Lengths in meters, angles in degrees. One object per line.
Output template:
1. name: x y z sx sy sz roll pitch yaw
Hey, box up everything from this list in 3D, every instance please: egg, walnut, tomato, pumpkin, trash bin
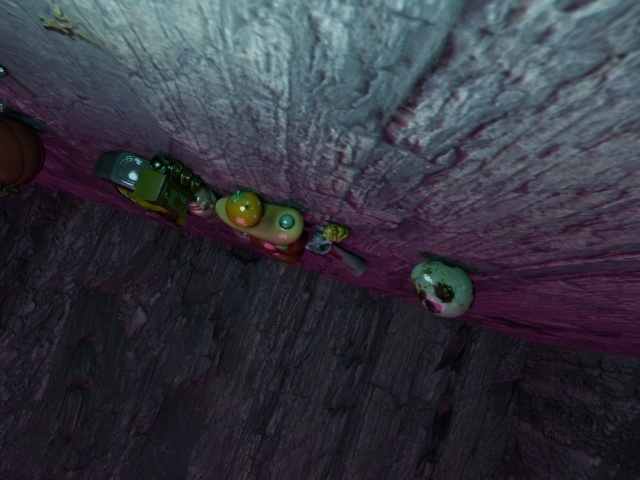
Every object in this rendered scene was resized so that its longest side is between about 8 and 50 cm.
1. egg: 0.384 0.148 1.483 0.231 0.169 0.169 35 167 -16
2. walnut: -0.141 0.025 1.880 0.137 0.137 0.245 13 162 30
3. tomato: -0.153 -0.008 1.624 0.225 0.084 0.225 12 -164 -3
4. pumpkin: -0.611 -0.138 1.733 0.259 0.095 0.290 30 174 2
5. trash bin: -0.583 -0.201 1.462 0.236 0.101 0.177 12 171 45

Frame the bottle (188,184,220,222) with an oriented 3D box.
1. bottle: -0.380 -0.120 1.538 0.110 0.097 0.209 36 174 8

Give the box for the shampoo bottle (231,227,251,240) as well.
1. shampoo bottle: -0.331 -0.031 2.078 0.127 0.078 0.257 24 173 -7

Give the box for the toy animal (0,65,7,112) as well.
1. toy animal: -0.711 -0.334 0.918 0.148 0.084 0.232 19 175 -1

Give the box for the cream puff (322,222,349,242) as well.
1. cream puff: 0.047 -0.021 1.443 0.084 0.058 0.083 17 174 -6

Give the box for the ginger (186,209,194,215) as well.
1. ginger: -0.486 -0.131 1.789 0.190 0.068 0.095 11 168 39

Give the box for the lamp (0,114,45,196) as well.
1. lamp: -0.974 -0.250 1.365 0.304 0.256 0.303 -10 -166 2

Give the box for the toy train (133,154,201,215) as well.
1. toy train: -0.422 -0.149 1.324 0.090 0.137 0.225 16 170 14

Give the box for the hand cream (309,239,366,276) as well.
1. hand cream: 0.092 0.073 1.949 0.125 0.077 0.341 11 165 43

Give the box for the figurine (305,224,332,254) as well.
1. figurine: 0.000 0.000 1.579 0.095 0.086 0.082 13 169 27

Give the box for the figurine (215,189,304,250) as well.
1. figurine: -0.193 -0.072 1.410 0.325 0.124 0.222 18 172 27
